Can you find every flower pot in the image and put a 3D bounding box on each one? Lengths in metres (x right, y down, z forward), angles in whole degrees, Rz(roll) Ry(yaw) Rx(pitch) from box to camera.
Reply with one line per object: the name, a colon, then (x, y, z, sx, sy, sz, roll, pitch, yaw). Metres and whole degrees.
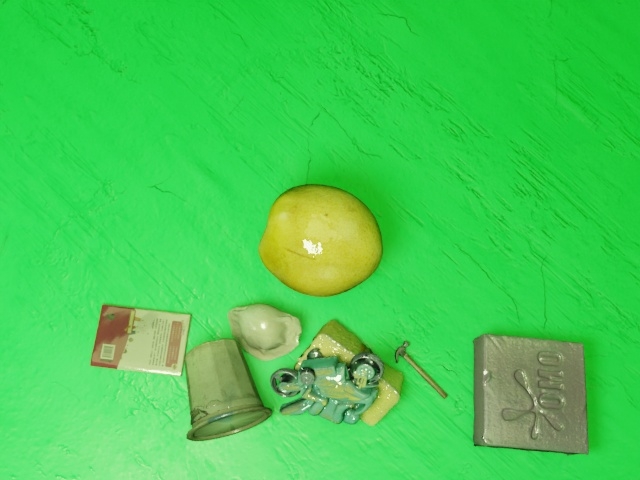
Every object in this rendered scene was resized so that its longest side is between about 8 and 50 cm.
flower pot: (-0.246, 0.364, 1.676, 0.212, 0.212, 0.203, -16, 62, -12)

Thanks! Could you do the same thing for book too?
book: (-0.459, 0.255, 1.760, 0.232, 0.022, 0.162, 8, 74, -5)

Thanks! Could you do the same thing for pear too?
pear: (0.000, 0.000, 1.759, 0.314, 0.314, 0.314, 2, 72, -7)

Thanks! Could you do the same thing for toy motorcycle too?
toy motorcycle: (0.026, 0.370, 1.698, 0.296, 0.109, 0.198, -9, 110, 17)

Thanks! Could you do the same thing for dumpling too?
dumpling: (-0.150, 0.238, 1.771, 0.111, 0.181, 0.155, -13, 106, -47)

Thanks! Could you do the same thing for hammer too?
hammer: (0.268, 0.354, 1.827, 0.062, 0.017, 0.182, -42, 82, -17)

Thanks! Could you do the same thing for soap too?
soap: (0.545, 0.404, 1.803, 0.285, 0.107, 0.296, 4, 71, -4)

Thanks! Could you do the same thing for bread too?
bread: (0.086, 0.331, 1.767, 0.266, 0.142, 0.178, 37, 56, 3)
